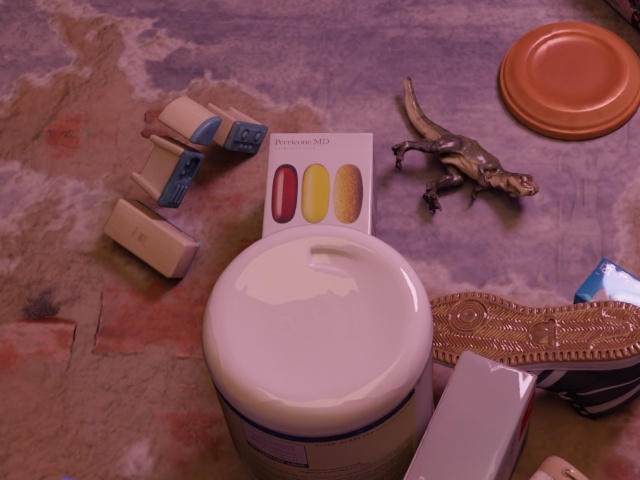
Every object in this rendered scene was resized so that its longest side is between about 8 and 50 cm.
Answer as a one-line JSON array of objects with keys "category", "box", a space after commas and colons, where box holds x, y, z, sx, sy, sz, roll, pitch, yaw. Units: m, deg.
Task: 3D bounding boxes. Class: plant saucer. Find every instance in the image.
[{"category": "plant saucer", "box": [0.346, -0.228, 1.817, 0.200, 0.037, 0.200, -2, 59, 4]}]

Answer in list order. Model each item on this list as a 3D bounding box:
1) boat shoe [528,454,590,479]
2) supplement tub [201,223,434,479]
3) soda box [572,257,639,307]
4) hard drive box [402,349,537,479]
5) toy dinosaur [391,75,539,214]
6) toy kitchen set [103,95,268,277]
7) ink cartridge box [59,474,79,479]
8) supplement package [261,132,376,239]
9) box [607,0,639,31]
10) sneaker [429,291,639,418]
[{"category": "boat shoe", "box": [0.353, 0.339, 1.433, 0.302, 0.109, 0.098, 30, 67, 27]}, {"category": "supplement tub", "box": [0.006, 0.156, 1.444, 0.235, 0.325, 0.235, -2, 59, 4]}, {"category": "soda box", "box": [0.406, 0.112, 1.583, 0.210, 0.071, 0.067, 33, 67, 22]}, {"category": "hard drive box", "box": [0.151, 0.266, 1.450, 0.089, 0.181, 0.232, 19, 63, 16]}, {"category": "toy dinosaur", "box": [0.164, -0.110, 1.751, 0.118, 0.064, 0.268, -34, 59, -23]}, {"category": "toy kitchen set", "box": [-0.156, -0.068, 1.752, 0.122, 0.166, 0.207, 34, 104, 23]}, {"category": "ink cartridge box", "box": [-0.080, 0.393, 1.340, 0.396, 0.270, 0.151, 15, 65, 14]}, {"category": "supplement package", "box": [0.000, 0.000, 1.652, 0.139, 0.134, 0.244, -1, 59, 4]}, {"category": "box", "box": [0.501, -0.369, 1.828, 0.163, 0.142, 0.247, -32, 60, -12]}, {"category": "sneaker", "box": [0.249, 0.138, 1.550, 0.282, 0.153, 0.099, 0, 60, 18]}]
